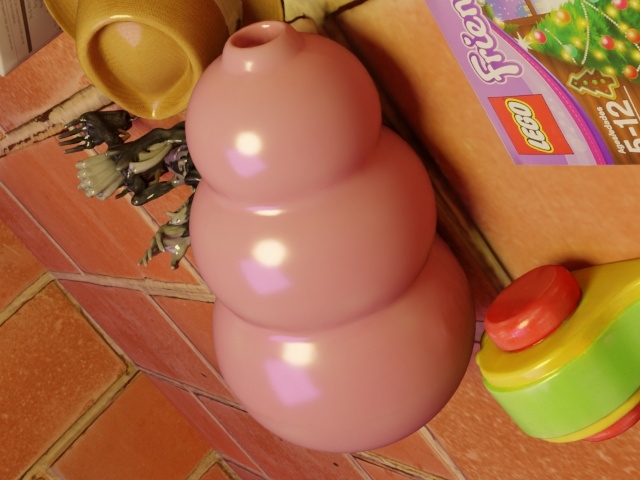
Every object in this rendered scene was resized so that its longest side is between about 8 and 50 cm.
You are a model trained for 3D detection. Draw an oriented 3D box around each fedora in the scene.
[{"bbox_3d":[-0.120,-0.146,0.619,0.194,0.079,0.194,7,154,3],"label":"fedora"}]

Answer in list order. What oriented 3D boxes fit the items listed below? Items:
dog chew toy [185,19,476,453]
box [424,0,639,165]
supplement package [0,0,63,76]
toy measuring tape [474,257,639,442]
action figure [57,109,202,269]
[{"bbox_3d":[0.000,0.000,0.631,0.206,0.206,0.332,23,141,40],"label":"dog chew toy"},{"bbox_3d":[0.103,-0.158,0.343,0.201,0.057,0.293,8,138,56],"label":"box"},{"bbox_3d":[-0.283,-0.296,0.640,0.262,0.145,0.204,42,157,5],"label":"supplement package"},{"bbox_3d":[0.190,0.068,0.521,0.121,0.121,0.330,48,157,-10],"label":"toy measuring tape"},{"bbox_3d":[-0.158,-0.051,0.868,0.275,0.141,0.164,22,148,48],"label":"action figure"}]
